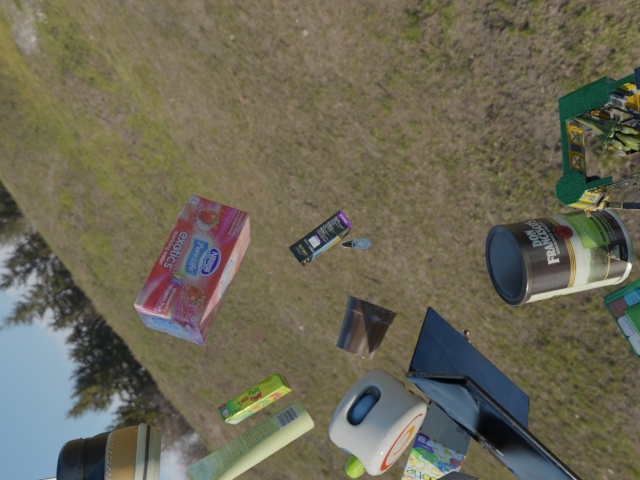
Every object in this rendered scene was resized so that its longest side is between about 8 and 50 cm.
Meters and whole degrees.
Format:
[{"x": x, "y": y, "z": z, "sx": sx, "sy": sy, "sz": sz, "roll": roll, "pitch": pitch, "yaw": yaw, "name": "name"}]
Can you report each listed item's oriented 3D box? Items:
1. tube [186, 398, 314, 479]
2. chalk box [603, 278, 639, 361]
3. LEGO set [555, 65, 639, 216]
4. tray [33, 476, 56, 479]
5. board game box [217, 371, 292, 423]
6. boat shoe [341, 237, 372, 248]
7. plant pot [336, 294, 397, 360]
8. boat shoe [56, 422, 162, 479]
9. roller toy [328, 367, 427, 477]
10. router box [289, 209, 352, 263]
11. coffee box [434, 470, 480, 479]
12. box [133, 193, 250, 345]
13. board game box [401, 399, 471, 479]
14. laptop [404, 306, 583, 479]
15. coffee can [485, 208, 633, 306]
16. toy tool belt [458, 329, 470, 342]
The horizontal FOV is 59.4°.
[{"x": -0.127, "y": 0.377, "z": 1.024, "sx": 0.062, "sy": 0.240, "sz": 0.070, "roll": 56, "pitch": 162, "yaw": 18, "name": "tube"}, {"x": 0.724, "y": 0.144, "z": 1.130, "sx": 0.179, "sy": 0.289, "sz": 0.180, "roll": -48, "pitch": 59, "yaw": 47, "name": "chalk box"}, {"x": 0.564, "y": -0.170, "z": 0.928, "sx": 0.331, "sy": 0.192, "sz": 0.255, "roll": -34, "pitch": 53, "yaw": 55, "name": "LEGO set"}, {"x": -0.540, "y": 0.587, "z": 1.255, "sx": 0.030, "sy": 0.145, "sz": 0.270, "roll": 2, "pitch": 171, "yaw": 38, "name": "tray"}, {"x": -0.172, "y": 0.420, "z": 1.489, "sx": 0.043, "sy": 0.181, "sz": 0.092, "roll": 59, "pitch": 178, "yaw": 25, "name": "board game box"}, {"x": 0.110, "y": 0.010, "z": 1.725, "sx": 0.100, "sy": 0.035, "sz": 0.035, "roll": 2, "pitch": 103, "yaw": 32, "name": "boat shoe"}, {"x": 0.134, "y": 0.274, "z": 1.742, "sx": 0.167, "sy": 0.165, "sz": 0.167, "roll": 21, "pitch": 174, "yaw": 2, "name": "plant pot"}, {"x": -0.358, "y": 0.498, "z": 0.897, "sx": 0.187, "sy": 0.156, "sz": 0.500, "roll": -116, "pitch": 36, "yaw": -59, "name": "boat shoe"}, {"x": 0.117, "y": 0.372, "z": 1.179, "sx": 0.146, "sy": 0.209, "sz": 0.191, "roll": 34, "pitch": 120, "yaw": 28, "name": "roller toy"}, {"x": 0.000, "y": 0.000, "z": 1.214, "sx": 0.046, "sy": 0.133, "sz": 0.179, "roll": 54, "pitch": 177, "yaw": 4, "name": "router box"}, {"x": 0.341, "y": 0.728, "z": 1.398, "sx": 0.098, "sy": 0.141, "sz": 0.246, "roll": -14, "pitch": 85, "yaw": 56, "name": "coffee box"}, {"x": -0.282, "y": 0.067, "z": 1.291, "sx": 0.154, "sy": 0.300, "sz": 0.142, "roll": 19, "pitch": 152, "yaw": 4, "name": "box"}, {"x": 0.344, "y": 0.608, "z": 1.642, "sx": 0.142, "sy": 0.144, "sz": 0.275, "roll": 20, "pitch": 133, "yaw": 17, "name": "board game box"}, {"x": 0.414, "y": 0.343, "z": 1.278, "sx": 0.382, "sy": 0.236, "sz": 0.408, "roll": 42, "pitch": 160, "yaw": -5, "name": "laptop"}, {"x": 0.579, "y": 0.037, "z": 1.385, "sx": 0.201, "sy": 0.275, "sz": 0.201, "roll": 169, "pitch": 90, "yaw": -81, "name": "coffee can"}, {"x": 0.455, "y": 0.321, "z": 1.819, "sx": 0.051, "sy": 0.083, "sz": 0.052, "roll": 27, "pitch": 156, "yaw": -22, "name": "toy tool belt"}]
